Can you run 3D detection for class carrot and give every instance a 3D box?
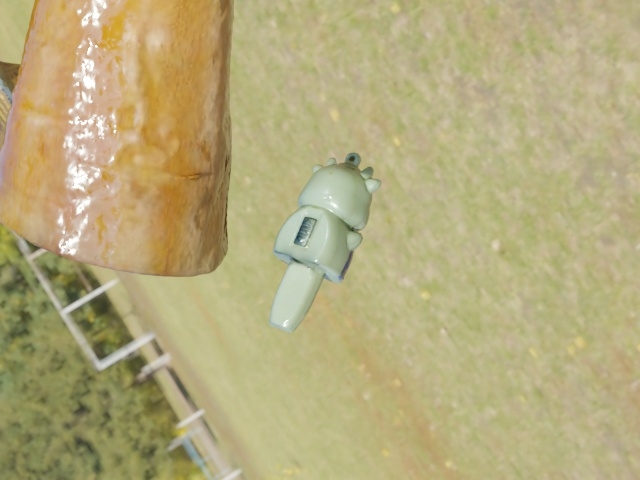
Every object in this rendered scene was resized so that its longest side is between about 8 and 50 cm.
[{"bbox_3d":[-0.133,-0.122,0.837,0.196,0.196,0.254,41,121,57],"label":"carrot"}]

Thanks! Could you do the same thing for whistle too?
[{"bbox_3d":[0.000,0.000,1.386,0.110,0.244,0.092,15,167,28],"label":"whistle"}]

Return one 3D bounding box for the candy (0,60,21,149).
[{"bbox_3d":[-0.225,-0.094,1.063,0.143,0.101,0.271,54,-171,5],"label":"candy"}]
